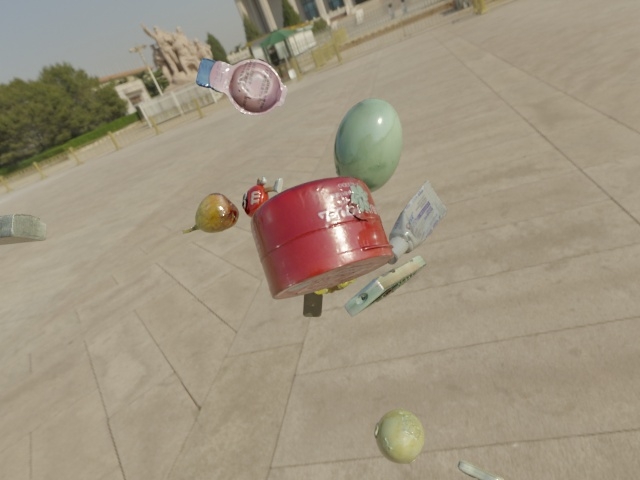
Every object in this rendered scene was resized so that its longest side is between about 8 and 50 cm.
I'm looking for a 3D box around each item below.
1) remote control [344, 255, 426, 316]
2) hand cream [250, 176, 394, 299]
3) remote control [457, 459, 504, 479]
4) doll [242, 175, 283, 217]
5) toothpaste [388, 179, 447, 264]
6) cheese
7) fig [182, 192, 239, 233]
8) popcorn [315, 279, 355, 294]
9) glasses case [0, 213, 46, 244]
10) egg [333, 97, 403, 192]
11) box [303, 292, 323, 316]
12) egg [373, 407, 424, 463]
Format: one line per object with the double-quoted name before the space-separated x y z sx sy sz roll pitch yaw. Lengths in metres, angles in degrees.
"remote control" 0.207 0.130 1.323 0.145 0.050 0.344 -47 -17 32
"hand cream" 0.000 0.000 0.751 0.230 0.149 0.230 -19 -15 -5
"remote control" 0.449 0.655 1.225 0.122 0.074 0.032 9 70 38
"doll" -0.235 -0.160 1.681 0.085 0.183 0.217 18 -10 -41
"toothpaste" 0.245 -0.038 1.138 0.068 0.099 0.282 17 48 36
"cheese" -0.249 -0.503 1.403 0.285 0.189 0.074 12 -5 -11
"fig" -0.455 -0.086 1.753 0.257 0.159 0.159 -25 22 18
"popcorn" 0.060 0.116 1.941 0.286 0.215 0.252 -38 33 28
"glasses case" -0.636 -0.017 0.845 0.204 0.047 0.071 -5 -9 18
"egg" 0.140 -0.276 1.299 0.202 0.283 0.203 13 17 -4
"box" -0.037 0.298 2.056 0.090 0.126 0.031 1 18 -6
"egg" 0.256 0.629 1.403 0.164 0.164 0.201 -16 -7 15
